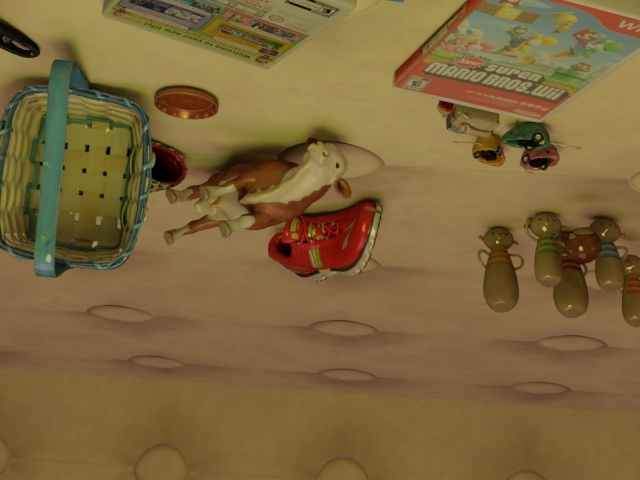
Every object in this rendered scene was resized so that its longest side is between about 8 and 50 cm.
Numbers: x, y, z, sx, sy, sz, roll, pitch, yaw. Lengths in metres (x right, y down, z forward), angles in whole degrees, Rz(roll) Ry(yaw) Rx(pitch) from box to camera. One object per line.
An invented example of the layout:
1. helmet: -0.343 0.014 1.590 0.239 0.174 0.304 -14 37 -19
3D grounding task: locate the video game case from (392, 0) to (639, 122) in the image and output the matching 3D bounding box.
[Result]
1. video game case: 0.228 -0.210 1.369 0.204 0.025 0.285 11 161 -17

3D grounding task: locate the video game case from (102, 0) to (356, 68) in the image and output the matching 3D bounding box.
1. video game case: -0.101 -0.254 1.319 0.212 0.023 0.193 14 160 -29

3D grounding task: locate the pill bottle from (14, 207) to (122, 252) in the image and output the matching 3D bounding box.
1. pill bottle: -0.387 -0.040 1.907 0.187 0.112 0.112 18 158 -35

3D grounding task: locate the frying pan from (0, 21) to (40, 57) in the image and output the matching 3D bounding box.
1. frying pan: -0.437 -0.246 1.325 0.197 0.053 0.326 -12 158 -2

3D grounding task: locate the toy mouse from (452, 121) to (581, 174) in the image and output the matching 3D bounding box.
1. toy mouse: 0.275 -0.125 1.610 0.143 0.031 0.161 -7 159 34

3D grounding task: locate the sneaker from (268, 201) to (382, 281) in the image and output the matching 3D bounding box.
1. sneaker: 0.000 0.000 1.962 0.118 0.107 0.279 23 154 -22

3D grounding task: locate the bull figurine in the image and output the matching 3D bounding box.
1. bull figurine: -0.095 -0.064 1.711 0.188 0.101 0.310 -19 -178 -31

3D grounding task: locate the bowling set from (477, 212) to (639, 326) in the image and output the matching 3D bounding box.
1. bowling set: 0.400 0.013 1.889 0.287 0.154 0.200 8 143 -5

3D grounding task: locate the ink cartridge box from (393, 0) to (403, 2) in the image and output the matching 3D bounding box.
1. ink cartridge box: 0.024 -0.275 1.115 0.122 0.088 0.052 6 162 -6

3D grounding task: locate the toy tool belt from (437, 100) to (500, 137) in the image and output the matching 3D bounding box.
1. toy tool belt: 0.178 -0.151 1.525 0.083 0.052 0.051 10 153 -14

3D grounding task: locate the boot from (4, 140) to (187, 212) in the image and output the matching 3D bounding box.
1. boot: -0.326 -0.105 1.745 0.178 0.085 0.236 -16 157 42

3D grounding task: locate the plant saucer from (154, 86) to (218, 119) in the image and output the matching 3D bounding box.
1. plant saucer: -0.173 -0.179 1.585 0.083 0.013 0.083 5 162 2

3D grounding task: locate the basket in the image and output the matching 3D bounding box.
1. basket: -0.314 -0.086 1.544 0.201 0.255 0.289 7 -179 1
